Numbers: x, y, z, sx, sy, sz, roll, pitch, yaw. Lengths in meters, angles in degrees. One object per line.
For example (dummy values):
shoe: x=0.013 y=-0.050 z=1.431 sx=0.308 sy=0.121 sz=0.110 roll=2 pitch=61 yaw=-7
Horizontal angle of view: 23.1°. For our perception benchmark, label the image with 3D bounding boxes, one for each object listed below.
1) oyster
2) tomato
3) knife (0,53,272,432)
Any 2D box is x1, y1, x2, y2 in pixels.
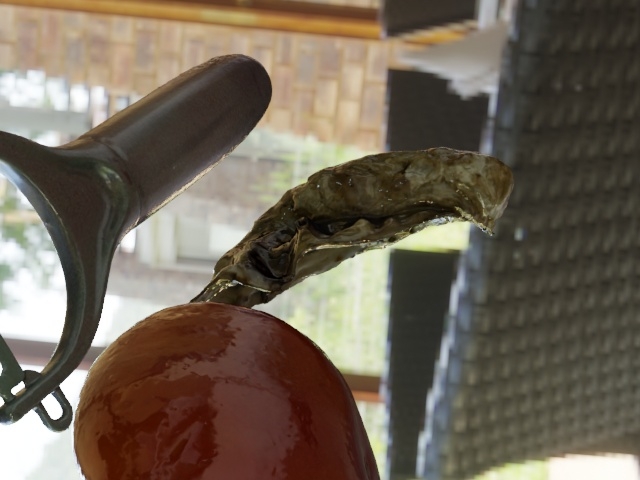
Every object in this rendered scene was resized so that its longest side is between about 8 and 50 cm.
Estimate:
oyster: x=0.002 y=-0.005 z=1.193 sx=0.166 sy=0.294 sz=0.094 roll=-14 pitch=95 yaw=52
tomato: x=-0.054 y=0.162 z=0.996 sx=0.260 sy=0.180 sz=0.259 roll=-14 pitch=-90 yaw=-84
knife: x=-0.075 y=-0.027 z=0.684 sx=0.123 sy=0.053 sz=0.278 roll=65 pitch=-149 yaw=-12
